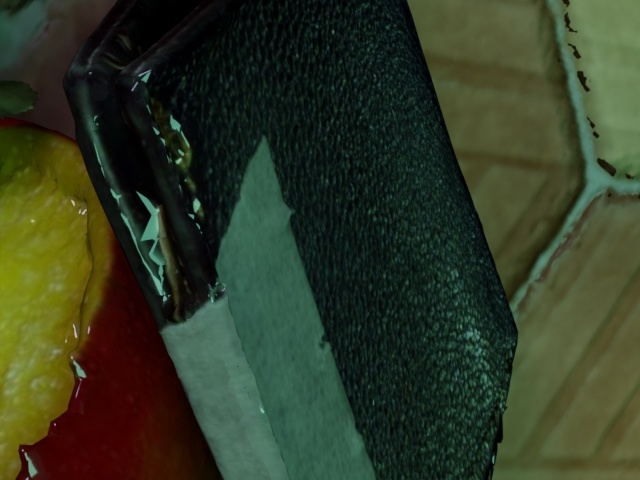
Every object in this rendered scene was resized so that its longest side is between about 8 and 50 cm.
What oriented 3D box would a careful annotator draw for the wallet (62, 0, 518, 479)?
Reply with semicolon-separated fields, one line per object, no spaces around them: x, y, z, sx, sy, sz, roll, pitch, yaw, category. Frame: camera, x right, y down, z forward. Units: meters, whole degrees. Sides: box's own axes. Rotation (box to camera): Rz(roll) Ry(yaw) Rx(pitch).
0.000;0.000;0.581;0.071;0.262;0.221;-11;112;16;wallet

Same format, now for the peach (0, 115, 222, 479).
-0.118;0.072;0.536;0.196;0.190;0.226;0;98;-22;peach

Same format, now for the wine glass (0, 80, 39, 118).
-0.140;-0.130;0.527;0.066;0.066;0.198;-12;82;-27;wine glass
